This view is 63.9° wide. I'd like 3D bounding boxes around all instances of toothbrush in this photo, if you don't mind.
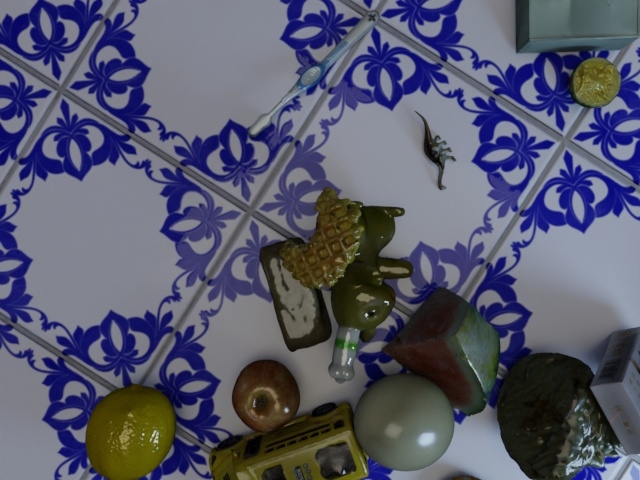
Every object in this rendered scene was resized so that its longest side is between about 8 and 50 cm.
[{"bbox_3d":[-0.014,-0.360,1.108,0.386,0.040,0.040,-44,90,1],"label":"toothbrush"}]

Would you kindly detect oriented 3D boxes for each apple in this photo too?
[{"bbox_3d":[-0.113,0.326,1.072,0.146,0.131,0.147,0,83,0],"label":"apple"}]

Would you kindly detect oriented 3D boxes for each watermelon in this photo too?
[{"bbox_3d":[0.264,0.231,1.051,0.193,0.231,0.310,-47,135,-1],"label":"watermelon"},{"bbox_3d":[0.571,-0.330,1.086,0.105,0.062,0.106,-1,96,-5],"label":"watermelon"}]

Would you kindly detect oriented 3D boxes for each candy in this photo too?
[{"bbox_3d":[-0.051,0.112,1.086,0.104,0.102,0.234,-16,88,2],"label":"candy"}]

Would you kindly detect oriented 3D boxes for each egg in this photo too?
[{"bbox_3d":[0.166,0.360,1.025,0.185,0.241,0.186,-10,73,33],"label":"egg"}]

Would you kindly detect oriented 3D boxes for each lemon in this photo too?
[{"bbox_3d":[-0.389,0.399,1.060,0.178,0.178,0.203,4,90,1],"label":"lemon"}]

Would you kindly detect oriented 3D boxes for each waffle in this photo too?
[{"bbox_3d":[-0.002,0.001,0.963,0.149,0.051,0.194,39,114,28],"label":"waffle"}]

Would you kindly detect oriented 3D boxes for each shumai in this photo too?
[{"bbox_3d":[0.508,0.372,1.067,0.218,0.189,0.256,20,85,-21],"label":"shumai"}]

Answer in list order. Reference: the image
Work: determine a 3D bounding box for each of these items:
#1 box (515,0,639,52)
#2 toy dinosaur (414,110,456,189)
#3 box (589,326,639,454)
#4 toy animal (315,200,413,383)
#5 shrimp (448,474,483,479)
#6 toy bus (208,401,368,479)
[{"bbox_3d":[0.533,-0.471,1.073,0.224,0.086,0.130,-1,92,1],"label":"box"},{"bbox_3d":[0.254,-0.200,1.107,0.058,0.037,0.181,-22,91,-3],"label":"toy dinosaur"},{"bbox_3d":[0.627,0.291,1.025,0.067,0.233,0.150,-25,91,43],"label":"box"},{"bbox_3d":[0.091,0.090,1.041,0.180,0.181,0.364,-14,84,36],"label":"toy animal"},{"bbox_3d":[0.371,0.626,1.108,0.287,0.063,0.152,37,94,3],"label":"shrimp"},{"bbox_3d":[-0.072,0.463,1.068,0.330,0.151,0.145,-20,93,1],"label":"toy bus"}]
